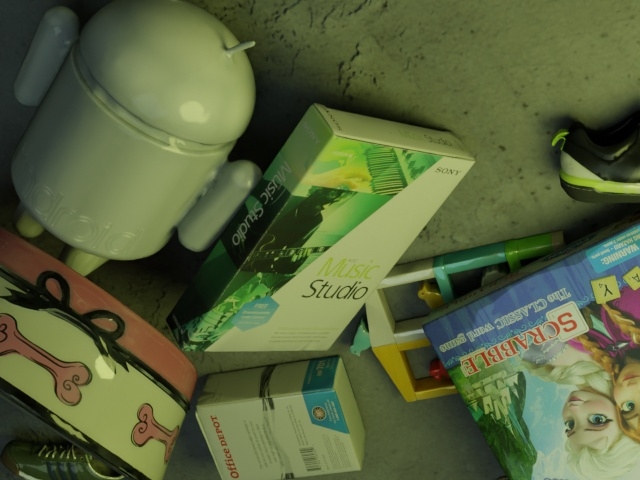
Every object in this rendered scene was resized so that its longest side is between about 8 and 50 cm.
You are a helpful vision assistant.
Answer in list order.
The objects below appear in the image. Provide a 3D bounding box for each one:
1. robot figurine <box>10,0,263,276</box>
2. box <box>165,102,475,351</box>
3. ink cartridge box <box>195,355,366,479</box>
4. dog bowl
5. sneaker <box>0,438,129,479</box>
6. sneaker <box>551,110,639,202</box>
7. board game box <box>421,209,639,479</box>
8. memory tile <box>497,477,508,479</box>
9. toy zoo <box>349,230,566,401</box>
[{"bbox_3d":[-0.201,-0.119,1.210,0.300,0.200,0.353,38,120,1],"label":"robot figurine"},{"bbox_3d":[0.000,0.000,1.247,0.232,0.058,0.322,4,130,-45],"label":"box"},{"bbox_3d":[-0.050,0.239,1.472,0.191,0.082,0.139,-9,119,16],"label":"ink cartridge box"},{"bbox_3d":[-0.321,0.125,1.300,0.408,0.150,0.408,30,164,9],"label":"dog bowl"},{"bbox_3d":[-0.349,0.310,1.580,0.192,0.064,0.086,26,114,-7],"label":"sneaker"},{"bbox_3d":[0.369,-0.096,1.200,0.235,0.084,0.097,-3,113,7],"label":"sneaker"},{"bbox_3d":[0.330,0.160,1.282,0.319,0.066,0.318,-29,94,23],"label":"board game box"},{"bbox_3d":[0.274,0.394,1.553,0.148,0.012,0.113,38,119,-13],"label":"memory tile"},{"bbox_3d":[0.177,0.103,1.383,0.293,0.030,0.192,-13,118,17],"label":"toy zoo"}]
